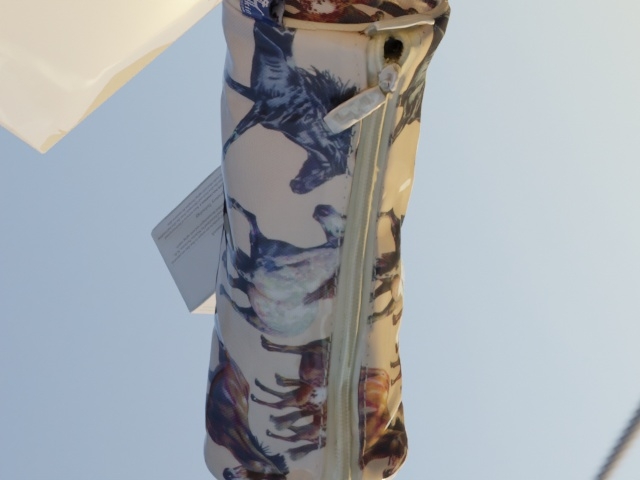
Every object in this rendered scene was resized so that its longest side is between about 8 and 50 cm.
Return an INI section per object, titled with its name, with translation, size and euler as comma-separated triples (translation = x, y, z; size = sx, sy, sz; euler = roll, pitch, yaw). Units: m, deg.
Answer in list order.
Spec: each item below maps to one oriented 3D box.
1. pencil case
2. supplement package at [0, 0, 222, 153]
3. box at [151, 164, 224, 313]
[pencil case]
translation = 0.000, 0.000, 1.289
size = 0.183, 0.159, 0.410
euler = -120, 32, -65
[supplement package]
translation = -0.142, -0.226, 0.923
size = 0.198, 0.262, 0.199
euler = 53, -175, 25
[box]
translation = -0.064, 0.002, 1.463
size = 0.101, 0.102, 0.087
euler = 7, -132, -53
